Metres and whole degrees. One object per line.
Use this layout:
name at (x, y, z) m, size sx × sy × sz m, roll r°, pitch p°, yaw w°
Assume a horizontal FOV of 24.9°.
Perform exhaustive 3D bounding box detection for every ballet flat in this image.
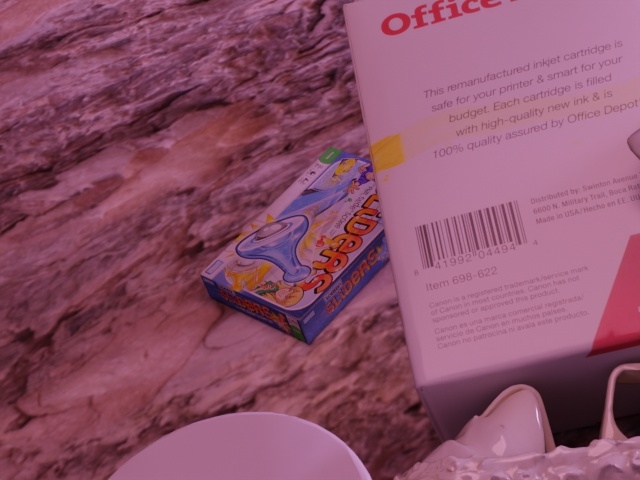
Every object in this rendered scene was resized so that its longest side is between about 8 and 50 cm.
ballet flat at (0.201, 0.163, 1.061) m, size 0.409 × 0.147 × 0.147 m, roll -9°, pitch 42°, yaw 2°

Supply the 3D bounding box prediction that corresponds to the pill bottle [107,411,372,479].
pill bottle at (-0.005, 0.279, 0.860) m, size 0.210 × 0.363 × 0.210 m, roll -11°, pitch 42°, yaw 10°

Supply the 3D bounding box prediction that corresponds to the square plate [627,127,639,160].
square plate at (0.462, -0.037, 1.089) m, size 0.347 × 0.049 × 0.344 m, roll -31°, pitch 69°, yaw -29°

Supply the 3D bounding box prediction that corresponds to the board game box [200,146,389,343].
board game box at (0.000, 0.000, 1.402) m, size 0.136 × 0.035 × 0.201 m, roll 22°, pitch 57°, yaw 38°

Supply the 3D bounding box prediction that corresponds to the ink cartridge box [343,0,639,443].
ink cartridge box at (0.194, -0.049, 1.210) m, size 0.279 × 0.160 × 0.384 m, roll -14°, pitch 59°, yaw 9°
